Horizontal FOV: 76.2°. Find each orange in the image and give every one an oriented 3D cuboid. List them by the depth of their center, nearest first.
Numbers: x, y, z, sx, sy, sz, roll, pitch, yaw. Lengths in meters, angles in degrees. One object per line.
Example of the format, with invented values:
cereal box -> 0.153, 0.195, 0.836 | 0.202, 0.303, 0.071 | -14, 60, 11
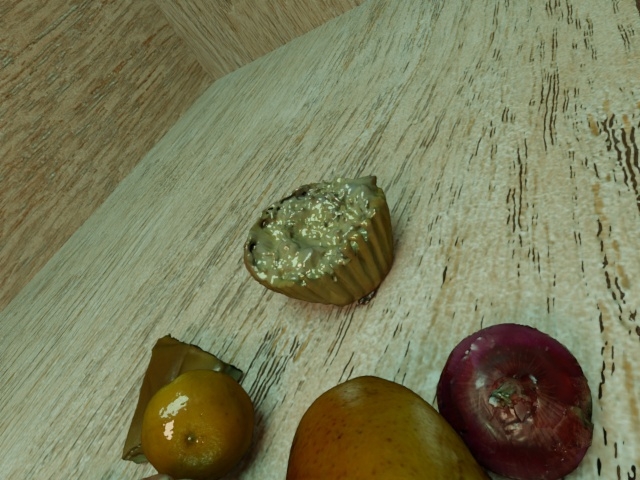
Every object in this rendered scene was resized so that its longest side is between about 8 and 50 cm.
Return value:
orange -> -0.172, 0.260, 0.583 | 0.154, 0.155, 0.134 | -42, 3, -5

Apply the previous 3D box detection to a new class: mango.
mango -> 0.078, 0.257, 0.318 | 0.350, 0.199, 0.201 | -137, 53, -68

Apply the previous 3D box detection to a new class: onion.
onion -> 0.176, 0.147, 0.393 | 0.150, 0.140, 0.150 | -20, 55, 31

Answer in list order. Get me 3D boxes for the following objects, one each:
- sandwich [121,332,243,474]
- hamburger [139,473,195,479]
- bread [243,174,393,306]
sandwich -> -0.279, 0.284, 0.730 | 0.245, 0.063, 0.212 | 2, 52, 46
hamburger -> -0.169, 0.361, 0.408 | 0.147, 0.237, 0.237 | -53, 33, 7
bread -> 0.000, 0.000, 0.722 | 0.274, 0.149, 0.274 | -21, 34, 15
